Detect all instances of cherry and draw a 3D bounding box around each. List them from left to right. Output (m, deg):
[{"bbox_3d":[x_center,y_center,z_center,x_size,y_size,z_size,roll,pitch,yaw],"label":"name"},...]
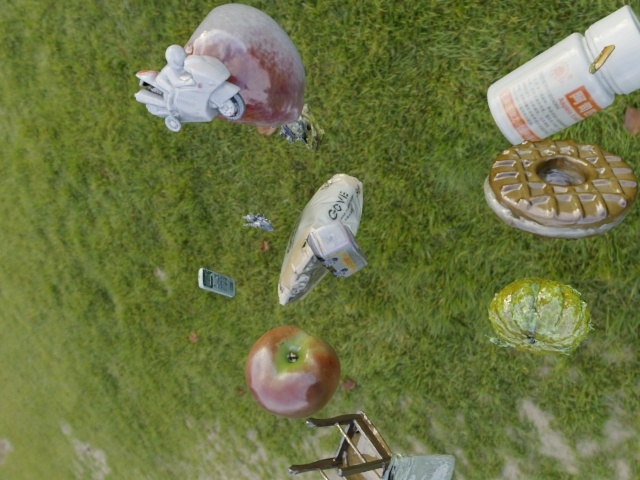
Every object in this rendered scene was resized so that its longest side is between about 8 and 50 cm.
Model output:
[{"bbox_3d":[-0.203,-0.460,1.284,0.291,0.334,0.327,121,145,-48],"label":"cherry"}]

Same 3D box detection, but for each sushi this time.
[{"bbox_3d":[-0.105,-0.441,1.712,0.291,0.131,0.139,44,156,4],"label":"sushi"}]

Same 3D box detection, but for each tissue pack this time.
[{"bbox_3d":[0.000,0.000,1.590,0.195,0.376,0.390,28,136,-6],"label":"tissue pack"}]

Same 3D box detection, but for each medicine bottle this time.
[{"bbox_3d":[0.656,-0.417,1.270,0.371,0.211,0.211,-27,95,42],"label":"medicine bottle"}]

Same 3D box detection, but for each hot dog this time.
[{"bbox_3d":[0.621,-0.403,1.067,0.021,0.083,0.037,41,165,-3],"label":"hot dog"}]

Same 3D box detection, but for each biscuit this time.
[{"bbox_3d":[0.553,-0.128,1.125,0.332,0.332,0.103,16,139,26],"label":"biscuit"}]

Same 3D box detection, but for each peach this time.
[{"bbox_3d":[-0.076,0.355,1.279,0.252,0.252,0.253,14,119,27],"label":"peach"}]

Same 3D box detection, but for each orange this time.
[{"bbox_3d":[0.692,0.230,1.533,0.300,0.223,0.301,12,151,12],"label":"orange"}]

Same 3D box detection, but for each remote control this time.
[{"bbox_3d":[-0.257,0.106,1.198,0.017,0.124,0.053,-17,64,25],"label":"remote control"}]

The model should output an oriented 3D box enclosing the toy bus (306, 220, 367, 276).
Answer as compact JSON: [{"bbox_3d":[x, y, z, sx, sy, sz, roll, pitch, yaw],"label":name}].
[{"bbox_3d":[0.034,0.018,0.844,0.072,0.172,0.057,-28,68,6],"label":"toy bus"}]

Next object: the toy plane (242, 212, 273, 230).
[{"bbox_3d":[-0.151,-0.046,1.191,0.083,0.078,0.031,23,123,19],"label":"toy plane"}]

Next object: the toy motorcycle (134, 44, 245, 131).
[{"bbox_3d":[-0.286,-0.334,1.034,0.260,0.110,0.171,8,133,21],"label":"toy motorcycle"}]

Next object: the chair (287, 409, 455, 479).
[{"bbox_3d":[0.116,0.492,1.064,0.186,0.319,0.160,36,112,52],"label":"chair"}]
